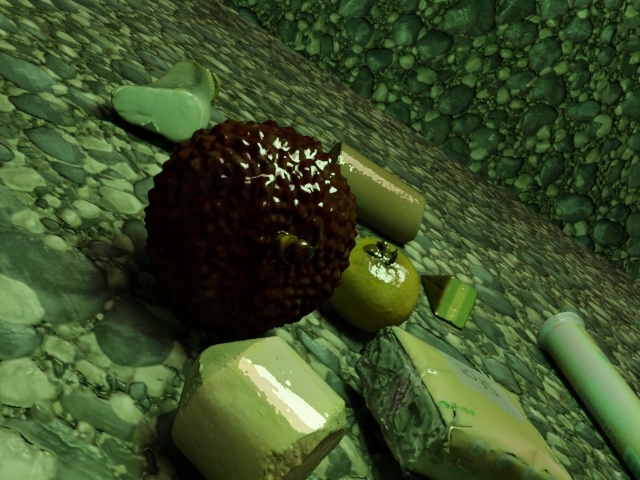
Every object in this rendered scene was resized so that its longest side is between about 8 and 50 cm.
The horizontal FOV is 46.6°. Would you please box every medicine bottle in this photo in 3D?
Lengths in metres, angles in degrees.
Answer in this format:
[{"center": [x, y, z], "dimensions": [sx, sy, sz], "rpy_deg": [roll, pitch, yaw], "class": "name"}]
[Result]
[{"center": [0.564, 0.315, 1.442], "dimensions": [0.108, 0.108, 0.426], "rpy_deg": [25, 25, -28], "class": "medicine bottle"}]

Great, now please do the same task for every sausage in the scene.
[{"center": [0.115, -0.096, 1.595], "dimensions": [0.253, 0.123, 0.123], "rpy_deg": [31, 21, -14], "class": "sausage"}]

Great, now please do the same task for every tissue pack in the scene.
[{"center": [0.181, 0.243, 0.954], "dimensions": [0.257, 0.123, 0.215], "rpy_deg": [33, 17, -30], "class": "tissue pack"}]

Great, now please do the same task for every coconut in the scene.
[{"center": [-0.066, 0.163, 0.705], "dimensions": [0.153, 0.147, 0.147], "rpy_deg": [41, 21, 20], "class": "coconut"}]

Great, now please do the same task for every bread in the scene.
[{"center": [0.240, 0.119, 1.477], "dimensions": [0.074, 0.084, 0.139], "rpy_deg": [29, -10, -17], "class": "bread"}]

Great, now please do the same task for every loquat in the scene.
[{"center": [0.078, 0.069, 1.143], "dimensions": [0.137, 0.163, 0.163], "rpy_deg": [-25, 57, -32], "class": "loquat"}]

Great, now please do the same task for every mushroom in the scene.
[{"center": [-0.269, -0.271, 1.373], "dimensions": [0.159, 0.122, 0.328], "rpy_deg": [40, 18, -15], "class": "mushroom"}]

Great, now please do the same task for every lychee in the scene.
[{"center": [-0.083, -0.015, 0.886], "dimensions": [0.264, 0.264, 0.300], "rpy_deg": [26, -2, -26], "class": "lychee"}]
